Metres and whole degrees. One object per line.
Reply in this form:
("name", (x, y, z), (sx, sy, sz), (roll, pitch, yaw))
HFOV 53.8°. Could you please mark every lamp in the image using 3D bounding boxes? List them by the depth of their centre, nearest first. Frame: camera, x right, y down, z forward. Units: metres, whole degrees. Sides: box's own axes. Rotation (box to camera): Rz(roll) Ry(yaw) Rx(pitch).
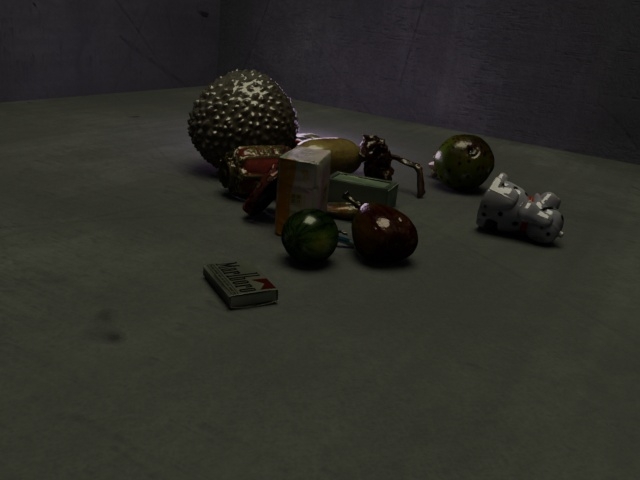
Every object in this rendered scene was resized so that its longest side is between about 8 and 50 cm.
("lamp", (-0.196, -0.231, 2.087), (0.274, 0.177, 0.177), (-5, 23, -31))

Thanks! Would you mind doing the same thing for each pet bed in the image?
("pet bed", (-0.155, -0.155, 1.886), (0.053, 0.201, 0.201), (40, 26, 3))

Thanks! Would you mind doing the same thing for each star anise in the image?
("star anise", (0.249, -0.272, 2.334), (0.148, 0.237, 0.346), (-37, 63, -24))

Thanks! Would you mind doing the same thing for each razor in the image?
("razor", (0.000, -0.004, 1.723), (0.191, 0.037, 0.068), (3, 19, -8))

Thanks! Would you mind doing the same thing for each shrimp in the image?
("shrimp", (0.121, -0.101, 2.000), (0.251, 0.052, 0.143), (9, 18, 9))

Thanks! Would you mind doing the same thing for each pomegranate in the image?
("pomegranate", (0.553, -0.308, 2.465), (0.231, 0.230, 0.286), (6, 9, -1))

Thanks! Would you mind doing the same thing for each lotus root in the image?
("lotus root", (0.048, -0.324, 2.425), (0.343, 0.151, 0.169), (-10, 26, -30))

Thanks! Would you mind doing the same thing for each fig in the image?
("fig", (0.138, -0.047, 1.702), (0.170, 0.145, 0.274), (-6, 38, -31))

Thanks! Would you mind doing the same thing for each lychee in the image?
("lychee", (-0.280, -0.432, 2.329), (0.432, 0.380, 0.380), (-31, 37, -26))

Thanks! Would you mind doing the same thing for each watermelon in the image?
("watermelon", (-0.013, -0.011, 1.607), (0.141, 0.140, 0.187), (21, 15, 34))

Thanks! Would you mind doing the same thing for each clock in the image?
("clock", (0.636, -0.082, 1.957), (0.254, 0.188, 0.189), (23, 26, 25))

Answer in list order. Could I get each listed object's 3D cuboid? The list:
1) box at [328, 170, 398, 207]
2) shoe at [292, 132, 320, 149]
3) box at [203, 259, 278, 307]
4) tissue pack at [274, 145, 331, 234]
("box", (0.135, -0.166, 2.125), (0.225, 0.086, 0.129), (13, 21, 18))
("shoe", (-0.166, -0.387, 2.600), (0.337, 0.132, 0.171), (16, 32, 16))
("box", (-0.181, 0.094, 1.412), (0.115, 0.035, 0.177), (-5, 23, -28))
("tissue pack", (-0.049, -0.139, 1.802), (0.124, 0.225, 0.185), (9, 20, 10))
